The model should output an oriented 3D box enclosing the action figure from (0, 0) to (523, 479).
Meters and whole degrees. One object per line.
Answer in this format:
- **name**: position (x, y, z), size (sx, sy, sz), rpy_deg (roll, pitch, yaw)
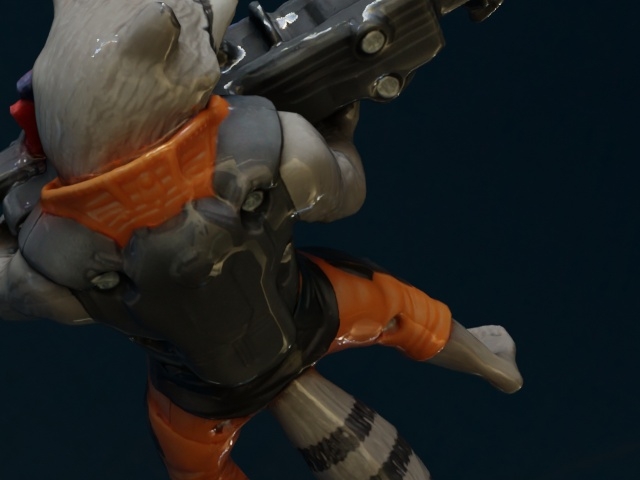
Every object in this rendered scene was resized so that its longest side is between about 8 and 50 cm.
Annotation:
- **action figure**: position (0.000, 0.000, 0.620), size (0.341, 0.178, 0.330), rpy_deg (-35, -50, 2)
